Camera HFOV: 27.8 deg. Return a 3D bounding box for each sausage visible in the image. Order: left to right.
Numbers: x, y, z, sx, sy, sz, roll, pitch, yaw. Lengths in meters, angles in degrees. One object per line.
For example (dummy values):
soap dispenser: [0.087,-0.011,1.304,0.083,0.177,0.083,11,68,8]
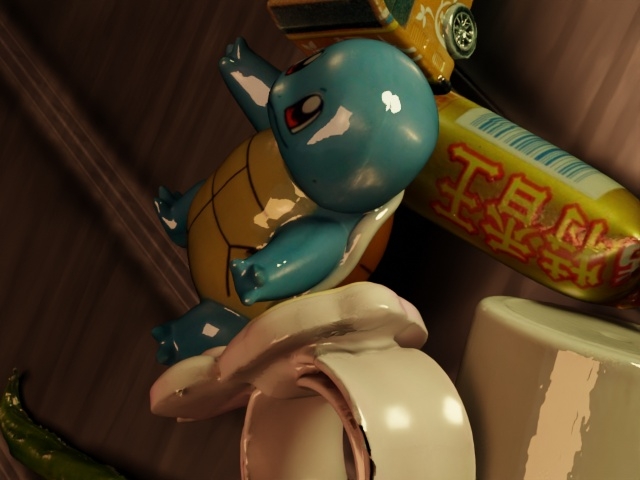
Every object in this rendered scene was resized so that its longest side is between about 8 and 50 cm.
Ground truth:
sausage: [0.201,-0.018,1.155,0.317,0.117,0.125,35,141,31]

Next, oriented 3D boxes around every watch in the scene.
watch: [-0.003,0.168,1.033,0.248,0.211,0.217,-41,57,47]

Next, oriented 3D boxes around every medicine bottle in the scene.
medicine bottle: [0.214,0.185,1.063,0.238,0.238,0.232,19,97,35]

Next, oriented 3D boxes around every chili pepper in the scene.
chili pepper: [-0.278,0.265,1.518,0.359,0.076,0.085,27,129,33]

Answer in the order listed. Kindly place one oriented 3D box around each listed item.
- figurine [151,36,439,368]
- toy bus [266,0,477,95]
figurine: [-0.040,0.000,1.168,0.416,0.243,0.298,101,175,-46]
toy bus: [0.071,-0.284,1.185,0.138,0.167,0.275,3,65,38]
